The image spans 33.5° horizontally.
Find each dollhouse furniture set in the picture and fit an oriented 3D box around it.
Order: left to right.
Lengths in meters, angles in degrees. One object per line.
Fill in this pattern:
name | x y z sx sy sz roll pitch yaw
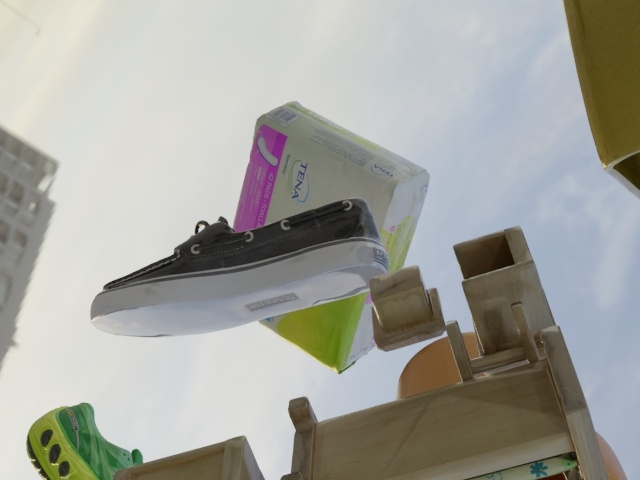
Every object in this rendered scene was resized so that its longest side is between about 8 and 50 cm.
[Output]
dollhouse furniture set | 0.023 0.092 0.458 0.182 0.101 0.161 -17 -157 9

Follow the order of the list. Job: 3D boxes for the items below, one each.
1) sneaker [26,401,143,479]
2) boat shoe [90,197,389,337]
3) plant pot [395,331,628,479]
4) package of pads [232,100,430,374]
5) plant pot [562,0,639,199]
sneaker | -0.262 0.339 1.403 0.109 0.295 0.123 -29 -175 43
boat shoe | -0.064 0.015 0.801 0.228 0.080 0.076 -14 -116 12
plant pot | 0.136 0.182 0.879 0.205 0.205 0.188 -44 -153 23
package of pads | 0.000 0.000 1.376 0.101 0.229 0.296 -26 138 -50
plant pot | 0.247 -0.155 0.631 0.212 0.212 0.187 -25 -103 20
